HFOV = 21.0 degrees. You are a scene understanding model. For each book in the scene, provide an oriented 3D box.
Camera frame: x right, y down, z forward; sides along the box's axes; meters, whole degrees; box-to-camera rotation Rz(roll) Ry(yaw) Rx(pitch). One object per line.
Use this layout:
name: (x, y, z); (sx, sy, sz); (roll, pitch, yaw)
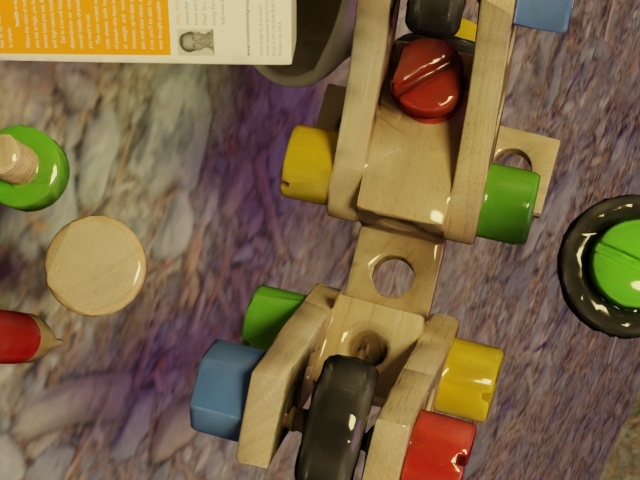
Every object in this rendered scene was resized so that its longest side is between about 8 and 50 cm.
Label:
book: (-0.082, -0.115, 0.647); (0.035, 0.144, 0.096); (-82, 174, -55)

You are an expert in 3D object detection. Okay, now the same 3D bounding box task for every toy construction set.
toy construction set: (0.000, 0.000, 0.794); (0.237, 0.309, 0.257); (62, 16, -85)

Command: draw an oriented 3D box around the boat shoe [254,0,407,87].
boat shoe: (-0.017, -0.199, 0.768); (0.156, 0.136, 0.367); (-53, 162, -28)
